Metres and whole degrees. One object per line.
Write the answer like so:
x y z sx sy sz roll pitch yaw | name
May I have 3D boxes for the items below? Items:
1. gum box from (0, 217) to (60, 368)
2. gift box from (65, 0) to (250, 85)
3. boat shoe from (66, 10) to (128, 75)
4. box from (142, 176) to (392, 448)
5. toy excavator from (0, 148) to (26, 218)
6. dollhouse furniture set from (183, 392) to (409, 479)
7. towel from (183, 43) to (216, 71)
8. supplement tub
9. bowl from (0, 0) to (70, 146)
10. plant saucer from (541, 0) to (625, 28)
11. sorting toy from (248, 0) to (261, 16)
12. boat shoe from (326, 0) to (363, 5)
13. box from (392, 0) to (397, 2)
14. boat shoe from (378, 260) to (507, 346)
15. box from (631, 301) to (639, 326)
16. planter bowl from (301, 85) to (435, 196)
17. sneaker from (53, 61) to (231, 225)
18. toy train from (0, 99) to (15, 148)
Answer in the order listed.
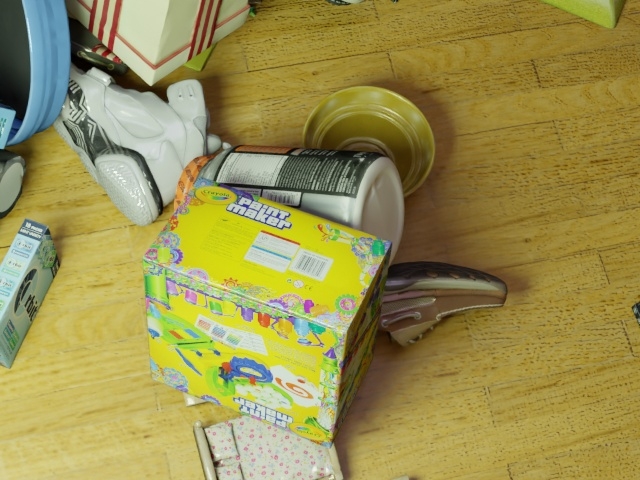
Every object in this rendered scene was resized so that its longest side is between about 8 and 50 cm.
-0.451 0.081 1.693 0.041 0.157 0.184 19 66 3 | gum box
-0.258 -0.436 1.784 0.255 0.258 0.276 -35 73 -32 | gift box
-0.456 -0.361 1.910 0.305 0.109 0.091 18 102 2 | boat shoe
-0.077 0.104 1.594 0.290 0.279 0.177 20 49 11 | box
-0.646 0.079 1.654 0.222 0.445 0.433 20 22 6 | toy excavator
-0.013 0.306 1.625 0.303 0.174 0.355 -14 69 -11 | dollhouse furniture set
-0.296 -0.373 1.978 0.237 0.021 0.102 22 70 5 | towel
-0.049 -0.045 1.719 0.316 0.193 0.193 5 63 27 | supplement tub
-0.507 -0.341 1.760 0.077 0.391 0.391 -18 67 -38 | bowl
0.484 -0.502 2.084 0.188 0.045 0.188 24 67 5 | plant saucer
-0.136 -0.431 2.019 0.062 0.012 0.083 0 63 -10 | sorting toy
-0.131 -0.521 1.974 0.500 0.156 0.187 29 35 12 | boat shoe
0.095 -0.582 2.055 0.261 0.103 0.184 39 66 11 | box
0.127 0.100 1.767 0.325 0.123 0.116 -1 101 -2 | boat shoe
0.553 0.123 1.834 0.083 0.018 0.067 -14 68 -11 | box
0.075 -0.138 1.868 0.217 0.090 0.217 2 66 -3 | planter bowl
-0.313 -0.213 1.848 0.210 0.137 0.366 -34 78 -19 | sneaker
-0.538 -0.198 1.703 0.184 0.105 0.080 31 103 44 | toy train
